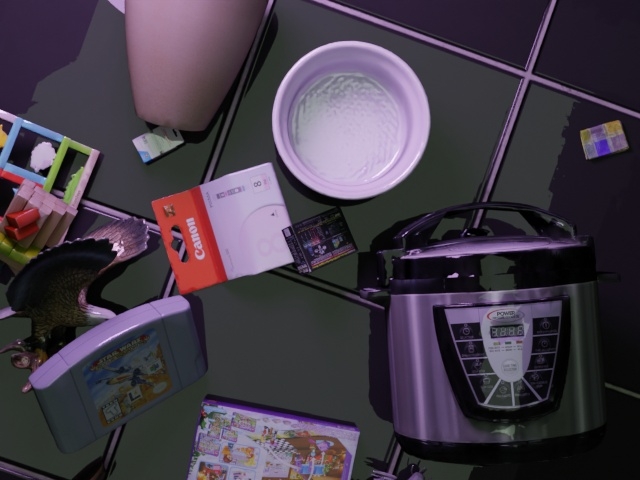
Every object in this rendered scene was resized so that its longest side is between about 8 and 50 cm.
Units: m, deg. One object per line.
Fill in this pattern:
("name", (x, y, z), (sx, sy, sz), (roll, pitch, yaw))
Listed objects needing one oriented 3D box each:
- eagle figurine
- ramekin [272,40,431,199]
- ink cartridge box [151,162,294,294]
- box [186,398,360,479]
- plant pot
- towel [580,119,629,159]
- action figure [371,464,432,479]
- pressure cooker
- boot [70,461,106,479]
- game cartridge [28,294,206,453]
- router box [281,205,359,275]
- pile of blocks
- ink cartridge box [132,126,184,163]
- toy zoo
("eagle figurine", (-0.435, 0.087, 1.778), (0.225, 0.226, 0.298), (9, 109, -36))
("ramekin", (0.052, -0.208, 1.840), (0.277, 0.135, 0.277), (0, 90, -2))
("ink cartridge box", (-0.171, -0.020, 1.867), (0.232, 0.066, 0.189), (-17, 90, -7))
("box", (-0.091, 0.414, 1.861), (0.293, 0.057, 0.201), (12, 88, -3))
("plant pot", (-0.234, -0.339, 1.791), (0.256, 0.256, 0.274), (12, 105, -2))
("towel", (0.533, -0.189, 1.924), (0.083, 0.009, 0.060), (-14, 91, -3))
("action figure", (0.119, 0.536, 1.855), (0.185, 0.099, 0.285), (28, 84, 5))
("pressure cooker", (0.284, 0.144, 1.735), (0.370, 0.375, 0.420), (-2, 88, -46))
("boot", (-0.437, 0.505, 1.846), (0.106, 0.082, 0.219), (42, 90, -18))
("game cartridge", (-0.341, 0.223, 1.760), (0.297, 0.198, 0.062), (-29, 48, -23))
("router box", (0.000, 0.000, 1.854), (0.122, 0.038, 0.092), (-23, 89, -36))
("pile of blocks", (-0.589, 0.038, 1.773), (0.362, 0.112, 0.149), (-28, 112, 16))
("ink cartridge box", (-0.295, -0.180, 1.875), (0.083, 0.028, 0.048), (-27, 91, -3))
("toy zoo", (-0.566, -0.128, 1.819), (0.293, 0.030, 0.192), (22, 88, -19))
